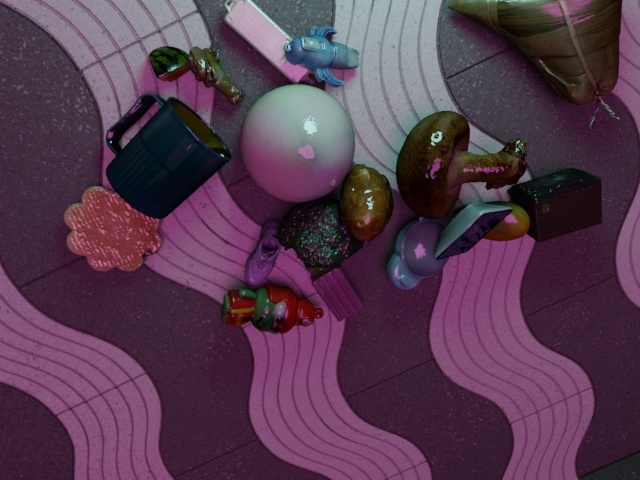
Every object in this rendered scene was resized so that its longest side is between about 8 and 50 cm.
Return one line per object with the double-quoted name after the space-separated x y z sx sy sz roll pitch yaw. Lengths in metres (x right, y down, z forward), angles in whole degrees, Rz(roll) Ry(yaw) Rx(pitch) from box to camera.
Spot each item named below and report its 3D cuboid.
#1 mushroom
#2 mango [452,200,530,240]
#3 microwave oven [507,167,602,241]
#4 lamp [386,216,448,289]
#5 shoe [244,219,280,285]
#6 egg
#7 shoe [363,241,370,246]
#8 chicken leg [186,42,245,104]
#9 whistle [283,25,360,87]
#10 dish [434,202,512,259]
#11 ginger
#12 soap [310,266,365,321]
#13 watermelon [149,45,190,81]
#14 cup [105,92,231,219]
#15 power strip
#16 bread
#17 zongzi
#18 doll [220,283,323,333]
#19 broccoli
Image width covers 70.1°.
0.418 -0.210 1.437 0.356 0.334 0.331 34 125 15 "mushroom"
0.590 -0.066 1.584 0.251 0.114 0.156 0 148 25 "mango"
0.813 -0.135 1.584 0.248 0.178 0.188 -18 111 0 "microwave oven"
0.347 0.048 1.611 0.209 0.147 0.284 38 103 -22 "lamp"
-0.193 0.057 1.554 0.095 0.137 0.245 21 106 -9 "shoe"
-0.063 -0.275 1.343 0.355 0.340 0.354 -2 109 -7 "egg"
0.193 -0.064 1.586 0.078 0.079 0.195 12 104 3 "shoe"
-0.308 -0.487 1.353 0.080 0.125 0.196 -18 115 42 "chicken leg"
0.007 -0.549 1.344 0.269 0.093 0.180 -5 85 -39 "whistle"
0.483 -0.046 1.497 0.182 0.080 0.243 -10 148 -38 "dish"
0.143 -0.145 1.414 0.165 0.321 0.172 2 129 6 "ginger"
0.063 0.186 1.670 0.122 0.065 0.203 -31 110 5 "soap"
-0.436 -0.513 1.359 0.135 0.125 0.094 -9 143 -23 "watermelon"
-0.475 -0.255 1.352 0.292 0.242 0.308 -42 112 11 "cup"
-0.142 -0.589 1.366 0.338 0.058 0.098 38 100 -18 "power strip"
-0.680 -0.033 1.506 0.316 0.054 0.315 -3 111 -6 "bread"
0.678 -0.579 1.445 0.467 0.218 0.499 -6 126 22 "zongzi"
-0.164 0.242 1.613 0.363 0.160 0.182 9 122 -13 "doll"
0.000 0.000 1.505 0.298 0.297 0.297 6 130 -9 "broccoli"
